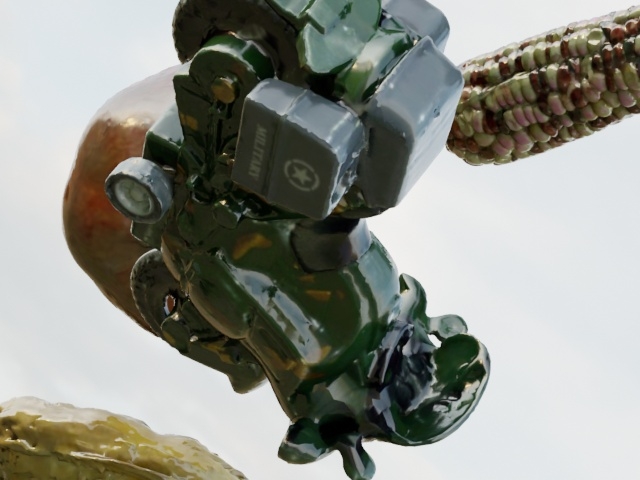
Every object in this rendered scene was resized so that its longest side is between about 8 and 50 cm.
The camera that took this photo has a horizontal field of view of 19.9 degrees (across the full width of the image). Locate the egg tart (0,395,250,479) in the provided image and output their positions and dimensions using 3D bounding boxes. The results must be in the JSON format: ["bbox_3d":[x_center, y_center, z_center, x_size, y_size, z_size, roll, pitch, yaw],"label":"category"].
[{"bbox_3d":[-0.178,0.252,1.648,0.341,0.129,0.341,14,-22,6],"label":"egg tart"}]

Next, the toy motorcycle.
[{"bbox_3d":[0.000,0.000,0.820,0.187,0.125,0.275,28,-38,12],"label":"toy motorcycle"}]

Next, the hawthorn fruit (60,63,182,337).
[{"bbox_3d":[-0.081,-0.037,1.411,0.210,0.210,0.262,45,18,1],"label":"hawthorn fruit"}]

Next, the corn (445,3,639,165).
[{"bbox_3d":[0.205,-0.127,1.392,0.280,0.092,0.092,-18,-62,39],"label":"corn"}]
